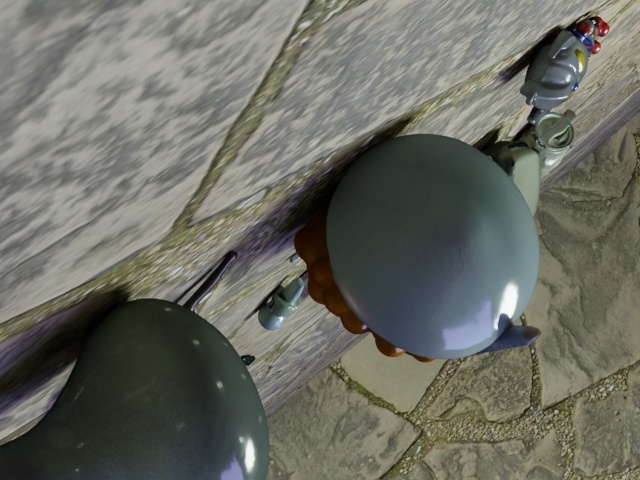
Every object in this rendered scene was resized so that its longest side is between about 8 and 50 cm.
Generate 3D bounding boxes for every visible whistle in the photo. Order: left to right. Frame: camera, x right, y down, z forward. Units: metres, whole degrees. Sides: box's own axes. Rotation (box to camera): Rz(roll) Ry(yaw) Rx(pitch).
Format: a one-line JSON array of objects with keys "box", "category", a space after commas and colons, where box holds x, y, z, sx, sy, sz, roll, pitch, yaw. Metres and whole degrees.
[{"box": [-0.046, 0.076, 1.351, 0.035, 0.035, 0.100, -32, 167, -45], "category": "whistle"}]

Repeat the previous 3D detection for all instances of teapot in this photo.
[{"box": [-0.169, 0.157, 0.806, 0.251, 0.183, 0.183, -24, 165, -27], "category": "teapot"}, {"box": [0.357, -0.145, 1.864, 0.107, 0.077, 0.200, -41, 173, -24], "category": "teapot"}]

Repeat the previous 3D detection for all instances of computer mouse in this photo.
[{"box": [0.220, -0.013, 1.711, 0.228, 0.145, 0.429, -36, 171, -16], "category": "computer mouse"}]

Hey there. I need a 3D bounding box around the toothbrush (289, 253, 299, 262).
[{"box": [0.000, 0.000, 1.254, 0.097, 0.006, 0.008, -35, -178, -36], "category": "toothbrush"}]

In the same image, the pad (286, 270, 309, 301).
[{"box": [0.053, -0.002, 1.487, 0.300, 0.005, 0.202, -41, 172, -1], "category": "pad"}]

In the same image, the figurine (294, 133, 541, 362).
[{"box": [0.087, -0.019, 1.163, 0.205, 0.224, 0.382, -64, -168, 10], "category": "figurine"}]

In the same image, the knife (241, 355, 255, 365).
[{"box": [-0.120, 0.175, 1.621, 0.023, 0.010, 0.170, -47, 169, 5], "category": "knife"}]

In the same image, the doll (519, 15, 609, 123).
[{"box": [0.272, -0.196, 1.278, 0.194, 0.062, 0.104, -42, 176, -44], "category": "doll"}]

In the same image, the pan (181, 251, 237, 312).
[{"box": [-0.146, 0.103, 0.990, 0.202, 0.048, 0.128, -47, 169, 36], "category": "pan"}]
